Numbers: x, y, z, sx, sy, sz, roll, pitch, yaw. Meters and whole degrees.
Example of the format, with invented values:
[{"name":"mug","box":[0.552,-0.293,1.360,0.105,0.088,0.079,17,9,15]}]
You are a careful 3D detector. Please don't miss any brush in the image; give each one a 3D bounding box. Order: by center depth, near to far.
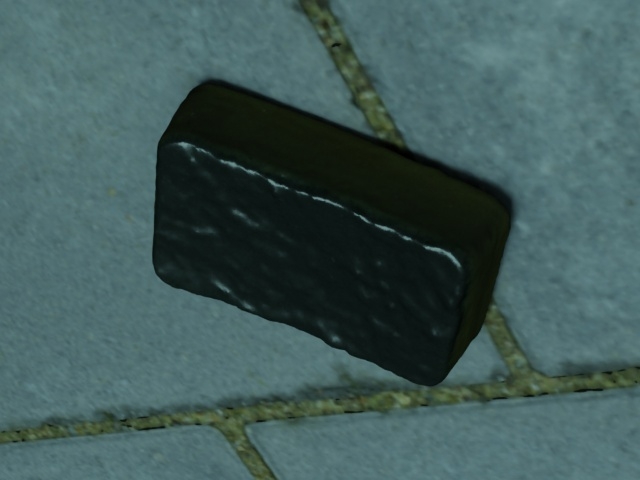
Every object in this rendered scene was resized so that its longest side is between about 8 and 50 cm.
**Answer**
[{"name":"brush","box":[0.000,0.000,0.902,0.197,0.059,0.123,22,139,13]}]
